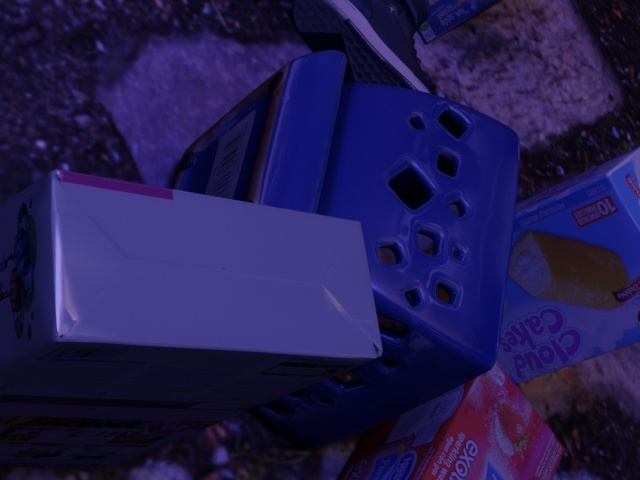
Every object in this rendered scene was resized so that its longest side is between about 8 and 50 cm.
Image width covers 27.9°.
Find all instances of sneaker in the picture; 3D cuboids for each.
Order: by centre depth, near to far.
[{"bbox_3d":[0.091,-0.192,1.324,0.226,0.086,0.163,54,45,-8],"label":"sneaker"}]

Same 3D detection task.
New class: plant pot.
[{"bbox_3d":[0.000,0.000,1.036,0.212,0.236,0.236,29,52,-24],"label":"plant pot"}]

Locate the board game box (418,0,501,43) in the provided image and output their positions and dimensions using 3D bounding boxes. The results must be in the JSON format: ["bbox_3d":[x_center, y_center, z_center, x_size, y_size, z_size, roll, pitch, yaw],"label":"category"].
[{"bbox_3d":[0.211,-0.291,1.406,0.136,0.201,0.035,-35,95,-47],"label":"board game box"}]

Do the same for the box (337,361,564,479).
[{"bbox_3d":[0.088,0.231,1.074,0.122,0.128,0.257,50,43,-13],"label":"box"}]

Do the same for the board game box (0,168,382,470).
[{"bbox_3d":[-0.148,0.066,0.792,0.224,0.303,0.097,10,63,-42],"label":"board game box"}]

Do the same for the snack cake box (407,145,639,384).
[{"bbox_3d":[0.217,0.036,1.198,0.089,0.264,0.152,-33,94,-47],"label":"snack cake box"}]
